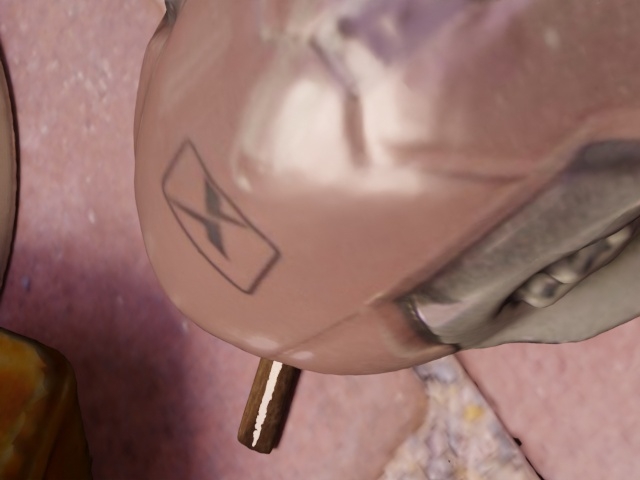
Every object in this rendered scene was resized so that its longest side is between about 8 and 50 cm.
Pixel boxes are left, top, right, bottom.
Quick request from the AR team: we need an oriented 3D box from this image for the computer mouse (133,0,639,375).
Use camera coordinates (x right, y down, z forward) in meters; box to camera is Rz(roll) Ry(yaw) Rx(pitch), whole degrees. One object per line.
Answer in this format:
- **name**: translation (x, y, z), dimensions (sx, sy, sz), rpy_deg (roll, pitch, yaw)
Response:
- **computer mouse**: translation (0.090, -0.104, 0.351), dimensions (0.389, 0.115, 0.199), rpy_deg (-43, 84, 16)

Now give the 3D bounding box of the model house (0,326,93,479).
- **model house**: translation (-0.202, 0.144, 0.565), dimensions (0.268, 0.173, 0.239), rpy_deg (8, 99, 24)

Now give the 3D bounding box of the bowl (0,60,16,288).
- **bowl**: translation (-0.291, -0.034, 0.663), dimensions (0.277, 0.145, 0.277), rpy_deg (3, 95, 36)

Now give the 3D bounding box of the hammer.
- **hammer**: translation (0.000, 0.000, 0.516), dimensions (0.062, 0.017, 0.182), rpy_deg (26, 108, 34)
